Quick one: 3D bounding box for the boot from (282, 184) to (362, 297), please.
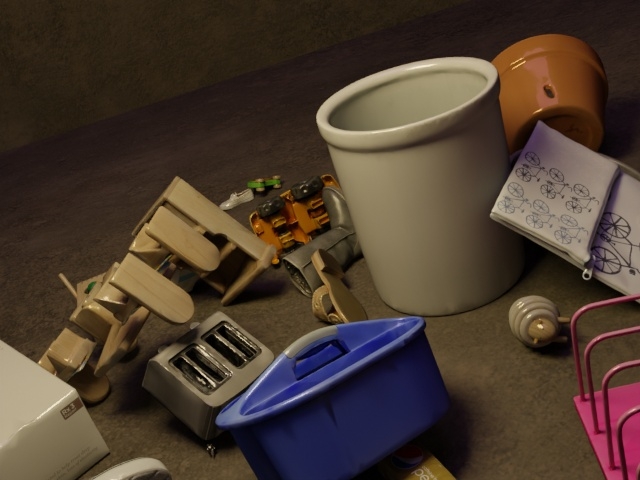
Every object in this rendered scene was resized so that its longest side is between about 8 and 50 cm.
[{"bbox_3d":[0.000,-0.002,1.682,0.208,0.190,0.076,-32,-14,-23],"label":"boot"}]

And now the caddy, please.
[{"bbox_3d":[0.018,0.216,1.135,0.341,0.179,0.241,-25,0,-28],"label":"caddy"}]

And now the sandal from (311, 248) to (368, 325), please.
[{"bbox_3d":[0.019,0.119,1.539,0.079,0.088,0.240,-48,37,19],"label":"sandal"}]

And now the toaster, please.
[{"bbox_3d":[-0.183,0.232,1.340,0.185,0.110,0.168,36,46,20],"label":"toaster"}]

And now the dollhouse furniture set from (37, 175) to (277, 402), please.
[{"bbox_3d":[-0.287,0.108,1.522,0.362,0.256,0.394,-41,18,40],"label":"dollhouse furniture set"}]

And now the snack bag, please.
[{"bbox_3d":[0.486,-0.048,1.375,0.342,0.037,0.323,32,45,7],"label":"snack bag"}]

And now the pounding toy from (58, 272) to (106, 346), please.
[{"bbox_3d":[-0.497,0.138,1.731,0.100,0.141,0.130,-23,27,-7],"label":"pounding toy"}]

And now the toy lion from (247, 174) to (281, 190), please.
[{"bbox_3d":[-0.162,-0.159,2.173,0.096,0.034,0.100,5,14,43],"label":"toy lion"}]

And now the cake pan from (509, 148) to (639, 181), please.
[{"bbox_3d":[0.503,-0.097,1.548,0.293,0.054,0.293,4,35,-3],"label":"cake pan"}]

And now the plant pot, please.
[{"bbox_3d":[0.510,-0.283,1.775,0.290,0.291,0.204,-11,44,13],"label":"plant pot"}]

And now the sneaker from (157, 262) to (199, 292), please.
[{"bbox_3d":[-0.340,0.087,1.798,0.228,0.092,0.087,-30,25,20],"label":"sneaker"}]

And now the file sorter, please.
[{"bbox_3d":[0.443,0.211,0.974,0.202,0.182,0.291,-14,27,8],"label":"file sorter"}]

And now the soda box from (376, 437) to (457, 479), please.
[{"bbox_3d":[0.140,0.331,1.075,0.061,0.058,0.181,-25,28,-15],"label":"soda box"}]

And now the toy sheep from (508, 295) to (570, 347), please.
[{"bbox_3d":[0.351,0.131,1.291,0.091,0.091,0.132,-19,13,-1],"label":"toy sheep"}]

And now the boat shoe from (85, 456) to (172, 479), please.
[{"bbox_3d":[-0.385,0.416,1.171,0.335,0.121,0.119,-31,34,-18],"label":"boat shoe"}]

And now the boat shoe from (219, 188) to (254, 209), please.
[{"bbox_3d":[-0.231,-0.114,2.149,0.100,0.035,0.035,-21,27,-6],"label":"boat shoe"}]

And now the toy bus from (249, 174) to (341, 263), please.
[{"bbox_3d":[-0.066,-0.057,1.845,0.220,0.150,0.211,-28,15,-12],"label":"toy bus"}]

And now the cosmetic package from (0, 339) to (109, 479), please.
[{"bbox_3d":[-0.579,0.328,1.423,0.217,0.156,0.384,-36,33,-30],"label":"cosmetic package"}]

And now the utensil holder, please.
[{"bbox_3d":[0.200,-0.098,1.475,0.327,0.386,0.328,-14,27,7],"label":"utensil holder"}]
